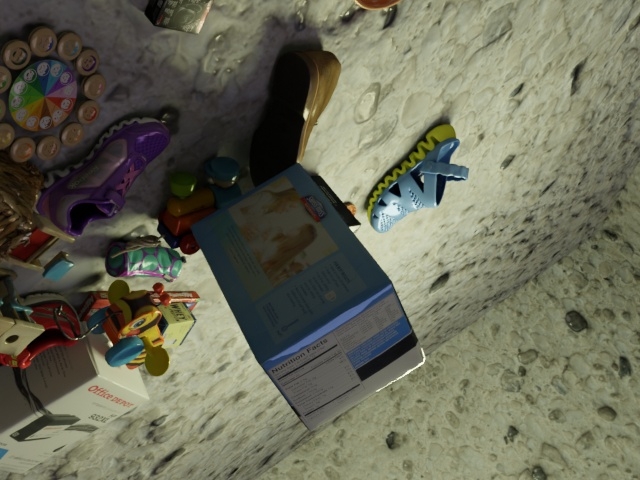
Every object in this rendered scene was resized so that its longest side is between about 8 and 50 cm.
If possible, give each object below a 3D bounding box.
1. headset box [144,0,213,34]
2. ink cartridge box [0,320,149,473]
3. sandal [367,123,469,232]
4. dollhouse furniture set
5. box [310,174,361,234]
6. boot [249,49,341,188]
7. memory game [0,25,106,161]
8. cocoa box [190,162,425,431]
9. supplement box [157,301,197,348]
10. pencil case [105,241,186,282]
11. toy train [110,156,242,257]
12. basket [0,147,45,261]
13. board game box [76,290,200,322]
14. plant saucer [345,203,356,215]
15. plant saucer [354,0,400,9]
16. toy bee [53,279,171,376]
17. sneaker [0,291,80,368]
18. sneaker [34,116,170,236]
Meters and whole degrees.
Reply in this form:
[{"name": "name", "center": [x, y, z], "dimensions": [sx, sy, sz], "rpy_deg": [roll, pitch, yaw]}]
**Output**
[{"name": "headset box", "center": [-0.187, -0.318, 0.935], "dimensions": [0.083, 0.032, 0.062], "rpy_deg": [-8, 140, -49]}, {"name": "ink cartridge box", "center": [-0.528, 0.312, 1.341], "dimensions": [0.307, 0.129, 0.223], "rpy_deg": [-30, 153, -2]}, {"name": "sandal", "center": [0.241, -0.128, 1.682], "dimensions": [0.317, 0.138, 0.126], "rpy_deg": [-49, 155, 23]}, {"name": "dollhouse furniture set", "center": [-0.471, 0.060, 1.052], "dimensions": [0.183, 0.129, 0.129], "rpy_deg": [-41, 154, 6]}, {"name": "box", "center": [-0.030, -0.047, 1.431], "dimensions": [0.158, 0.156, 0.093], "rpy_deg": [-11, 143, -44]}, {"name": "boot", "center": [-0.042, -0.202, 1.240], "dimensions": [0.115, 0.112, 0.305], "rpy_deg": [-28, 152, -45]}, {"name": "memory game", "center": [-0.357, -0.184, 0.893], "dimensions": [0.186, 0.012, 0.186], "rpy_deg": [-42, 150, -31]}, {"name": "cocoa box", "center": [-0.028, 0.084, 1.147], "dimensions": [0.231, 0.347, 0.228], "rpy_deg": [-32, 136, -4]}, {"name": "supplement box", "center": [-0.324, 0.182, 1.459], "dimensions": [0.083, 0.056, 0.083], "rpy_deg": [-3, 135, -51]}, {"name": "pencil case", "center": [-0.326, 0.042, 1.283], "dimensions": [0.064, 0.070, 0.151], "rpy_deg": [-41, 154, 23]}, {"name": "toy train", "center": [-0.249, -0.056, 1.207], "dimensions": [0.248, 0.105, 0.143], "rpy_deg": [-19, 136, -33]}, {"name": "basket", "center": [-0.535, -0.024, 0.873], "dimensions": [0.299, 0.223, 0.213], "rpy_deg": [-41, 119, 3]}, {"name": "board game box", "center": [-0.392, 0.164, 1.440], "dimensions": [0.145, 0.027, 0.281], "rpy_deg": [-49, 152, 21]}, {"name": "plant saucer", "center": [0.051, -0.058, 1.681], "dimensions": [0.083, 0.013, 0.083], "rpy_deg": [-31, 153, -18]}, {"name": "plant saucer", "center": [0.114, -0.464, 1.093], "dimensions": [0.200, 0.037, 0.200], "rpy_deg": [-31, 154, -18]}, {"name": "toy bee", "center": [-0.329, 0.154, 1.237], "dimensions": [0.162, 0.195, 0.298], "rpy_deg": [-32, -179, -7]}, {"name": "sneaker", "center": [-0.535, 0.167, 1.150], "dimensions": [0.279, 0.118, 0.107], "rpy_deg": [-16, 145, -39]}, {"name": "sneaker", "center": [-0.320, -0.090, 1.044], "dimensions": [0.236, 0.104, 0.095], "rpy_deg": [-37, 153, -8]}]
